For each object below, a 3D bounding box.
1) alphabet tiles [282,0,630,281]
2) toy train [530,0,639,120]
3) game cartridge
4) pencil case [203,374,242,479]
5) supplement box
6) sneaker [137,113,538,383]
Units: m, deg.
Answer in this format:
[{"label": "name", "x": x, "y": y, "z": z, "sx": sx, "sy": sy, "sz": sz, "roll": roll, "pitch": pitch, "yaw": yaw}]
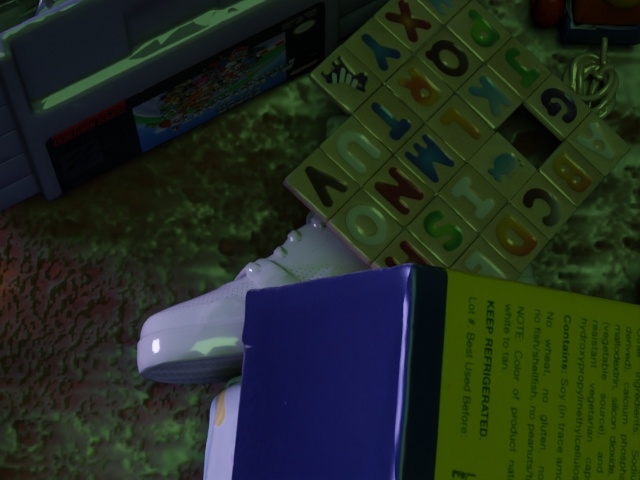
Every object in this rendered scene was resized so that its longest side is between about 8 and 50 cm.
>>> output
[{"label": "alphabet tiles", "x": 0.085, "y": -0.067, "z": 1.232, "sx": 0.198, "sy": 0.009, "sz": 0.237, "roll": 44, "pitch": 54, "yaw": 2}, {"label": "toy train", "x": 0.216, "y": -0.184, "z": 1.288, "sx": 0.105, "sy": 0.143, "sz": 0.248, "roll": 1, "pitch": 80, "yaw": -6}, {"label": "game cartridge", "x": -0.102, "y": -0.141, "z": 1.201, "sx": 0.355, "sy": 0.230, "sz": 0.068, "roll": -28, "pitch": 67, "yaw": -10}, {"label": "pencil case", "x": -0.042, "y": 0.231, "z": 1.200, "sx": 0.124, "sy": 0.113, "sz": 0.273, "roll": 10, "pitch": 78, "yaw": 26}, {"label": "supplement box", "x": 0.141, "y": 0.144, "z": 1.131, "sx": 0.356, "sy": 0.195, "sz": 0.194, "roll": 12, "pitch": 78, "yaw": -30}, {"label": "sneaker", "x": 0.000, "y": 0.000, "z": 1.257, "sx": 0.292, "sy": 0.108, "sz": 0.169, "roll": -10, "pitch": 79, "yaw": -18}]
